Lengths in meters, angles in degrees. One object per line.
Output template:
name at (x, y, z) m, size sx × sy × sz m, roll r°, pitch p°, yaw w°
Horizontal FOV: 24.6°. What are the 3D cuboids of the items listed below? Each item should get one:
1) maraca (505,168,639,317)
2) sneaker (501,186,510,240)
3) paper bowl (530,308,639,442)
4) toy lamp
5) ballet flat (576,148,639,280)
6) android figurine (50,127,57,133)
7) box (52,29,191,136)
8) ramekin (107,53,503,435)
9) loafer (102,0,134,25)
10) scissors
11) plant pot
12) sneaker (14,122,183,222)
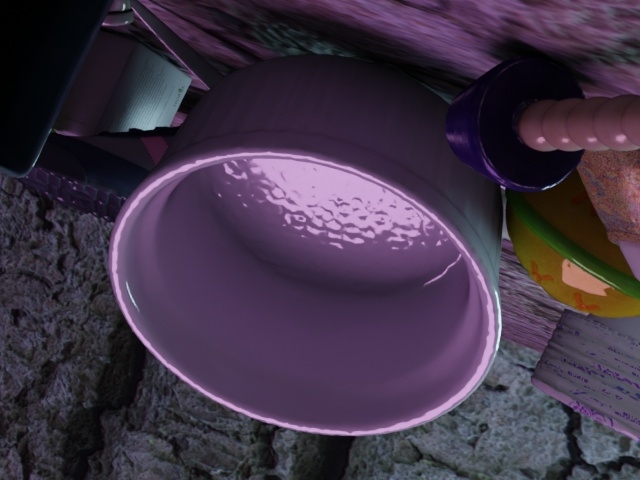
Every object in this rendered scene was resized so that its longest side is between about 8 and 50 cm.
maraca at (0.209, 0.010, 1.030) m, size 0.185 × 0.099 × 0.127 m, roll 34°, pitch -155°, yaw 7°
sneaker at (0.077, -0.026, 1.182) m, size 0.262 × 0.121 × 0.099 m, roll 23°, pitch 176°, yaw -8°
paper bowl at (0.375, 0.149, 1.530) m, size 0.284 × 0.148 × 0.284 m, roll 26°, pitch 179°, yaw 1°
toy lamp at (0.148, -0.061, 0.755) m, size 0.080 × 0.080 × 0.274 m, roll 24°, pitch 173°, yaw -24°
ballet flat at (0.284, 0.033, 0.945) m, size 0.348 × 0.123 × 0.123 m, roll 25°, pitch 174°, yaw -29°
android figurine at (-0.332, -0.178, 1.251) m, size 0.248 × 0.056 × 0.273 m, roll 12°, pitch 145°, yaw 45°
box at (-0.195, -0.132, 1.343) m, size 0.101 × 0.102 × 0.087 m, roll 21°, pitch 173°, yaw 36°
ramekin at (0.000, 0.000, 1.051) m, size 0.277 × 0.135 × 0.277 m, roll 9°, pitch 135°, yaw 9°
loafer at (-0.182, -0.189, 1.093) m, size 0.125 × 0.039 × 0.045 m, roll 22°, pitch -151°, yaw 40°
scissors at (-0.060, -0.095, 1.165) m, size 0.021 × 0.109 × 0.297 m, roll -8°, pitch 153°, yaw 44°
plant pot at (-0.261, -0.167, 0.943) m, size 0.165 × 0.166 × 0.234 m, roll 25°, pitch -179°, yaw -33°
sneaker at (-0.107, -0.067, 1.274) m, size 0.319 × 0.131 × 0.112 m, roll 14°, pitch 168°, yaw -15°
